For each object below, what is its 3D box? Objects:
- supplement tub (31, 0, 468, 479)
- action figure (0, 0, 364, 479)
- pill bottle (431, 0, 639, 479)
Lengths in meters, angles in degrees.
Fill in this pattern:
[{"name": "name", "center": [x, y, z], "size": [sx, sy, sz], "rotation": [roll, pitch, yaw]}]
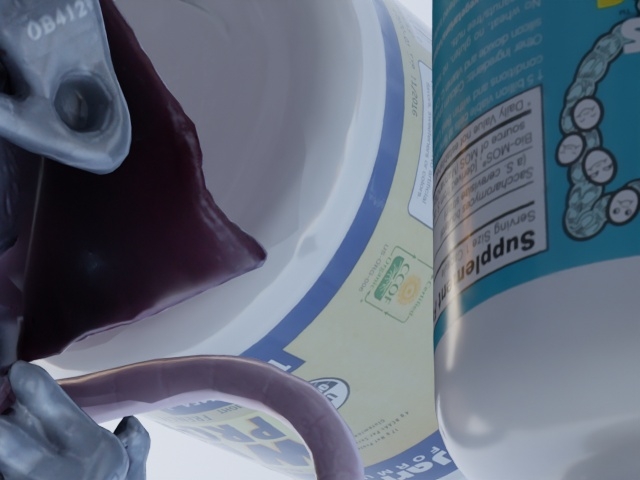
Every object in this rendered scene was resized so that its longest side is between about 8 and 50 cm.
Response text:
[{"name": "supplement tub", "center": [0.000, 0.000, 0.850], "size": [0.228, 0.316, 0.228], "rotation": [-14, -117, 30]}, {"name": "action figure", "center": [-0.179, 0.010, 0.593], "size": [0.370, 0.276, 0.248], "rotation": [-12, -136, 45]}, {"name": "pill bottle", "center": [0.106, -0.011, 0.510], "size": [0.146, 0.146, 0.264], "rotation": [-14, -120, 28]}]
